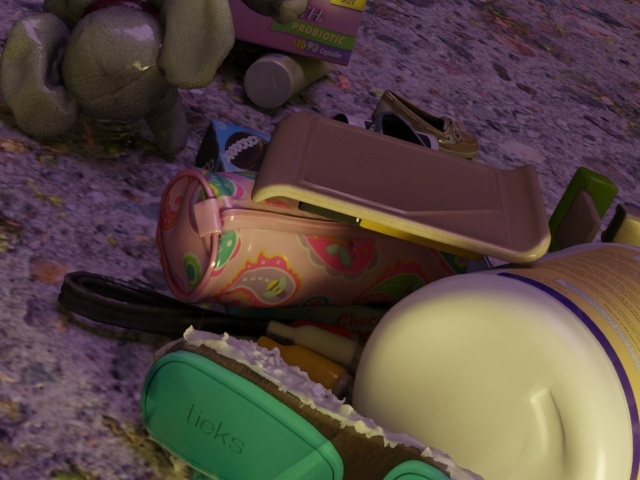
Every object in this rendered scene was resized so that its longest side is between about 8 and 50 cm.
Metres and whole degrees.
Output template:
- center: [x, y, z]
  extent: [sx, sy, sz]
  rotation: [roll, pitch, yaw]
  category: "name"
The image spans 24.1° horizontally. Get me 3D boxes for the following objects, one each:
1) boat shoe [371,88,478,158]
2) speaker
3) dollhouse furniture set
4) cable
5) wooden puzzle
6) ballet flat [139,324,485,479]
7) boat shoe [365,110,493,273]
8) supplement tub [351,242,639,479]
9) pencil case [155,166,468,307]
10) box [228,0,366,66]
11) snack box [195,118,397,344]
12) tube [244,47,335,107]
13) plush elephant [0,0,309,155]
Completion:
- center: [0.144, -0.152, 1.968]
  extent: [0.153, 0.048, 0.056]
  rotation: [21, 25, -12]
  category: "boat shoe"
- center: [0.074, -0.116, 1.825]
  extent: [0.136, 0.055, 0.055]
  rotation: [11, 29, -31]
  category: "speaker"
- center: [0.373, 0.077, 1.566]
  extent: [0.301, 0.198, 0.151]
  rotation: [22, 24, -9]
  category: "dollhouse furniture set"
- center: [-0.077, 0.068, 1.300]
  extent: [0.287, 0.072, 0.139]
  rotation: [25, 20, -2]
  category: "cable"
- center: [0.067, -0.042, 1.266]
  extent: [0.238, 0.044, 0.221]
  rotation: [12, 20, 0]
  category: "wooden puzzle"
- center: [0.043, 0.189, 1.100]
  extent: [0.409, 0.147, 0.147]
  rotation: [36, 26, 26]
  category: "ballet flat"
- center: [0.116, -0.029, 1.641]
  extent: [0.116, 0.099, 0.319]
  rotation: [11, 29, -34]
  category: "boat shoe"
- center: [0.208, 0.129, 1.257]
  extent: [0.241, 0.241, 0.331]
  rotation: [40, 28, 27]
  category: "supplement tub"
- center: [0.000, 0.000, 1.313]
  extent: [0.284, 0.124, 0.124]
  rotation: [3, 33, -31]
  category: "pencil case"
- center: [-0.073, -0.326, 1.936]
  extent: [0.213, 0.117, 0.243]
  rotation: [12, 14, -16]
  category: "box"
- center: [-0.017, -0.004, 1.510]
  extent: [0.187, 0.060, 0.322]
  rotation: [15, 27, -20]
  category: "snack box"
- center: [-0.041, -0.220, 1.922]
  extent: [0.240, 0.062, 0.070]
  rotation: [-58, 129, -70]
  category: "tube"
- center: [-0.185, -0.213, 1.566]
  extent: [0.330, 0.271, 0.255]
  rotation: [44, 43, -57]
  category: "plush elephant"
